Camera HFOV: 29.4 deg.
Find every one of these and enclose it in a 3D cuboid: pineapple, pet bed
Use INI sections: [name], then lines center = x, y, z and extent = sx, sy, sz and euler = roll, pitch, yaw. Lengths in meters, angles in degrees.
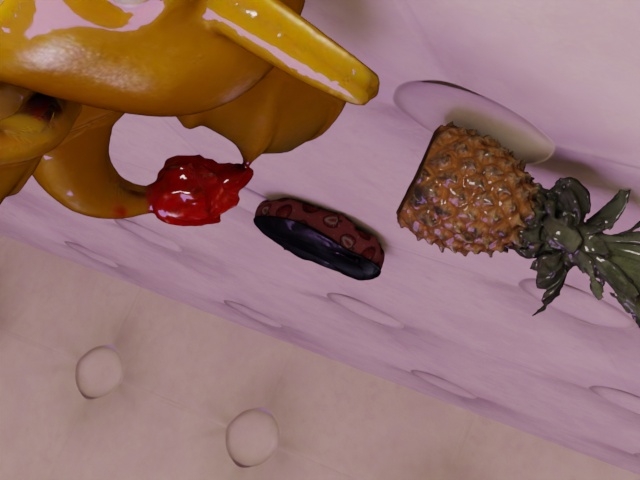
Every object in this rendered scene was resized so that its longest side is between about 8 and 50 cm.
[pineapple]
center = 0.212, -0.009, 1.071
extent = 0.277, 0.130, 0.119
euler = 26, 139, 3
[pet bed]
center = 0.000, 0.000, 1.654
extent = 0.201, 0.053, 0.201
euler = 23, 167, 6

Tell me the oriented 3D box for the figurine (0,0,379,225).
[figurine]
center = -0.129, -0.149, 0.821
extent = 0.401, 0.268, 0.387
euler = -7, 167, -32
